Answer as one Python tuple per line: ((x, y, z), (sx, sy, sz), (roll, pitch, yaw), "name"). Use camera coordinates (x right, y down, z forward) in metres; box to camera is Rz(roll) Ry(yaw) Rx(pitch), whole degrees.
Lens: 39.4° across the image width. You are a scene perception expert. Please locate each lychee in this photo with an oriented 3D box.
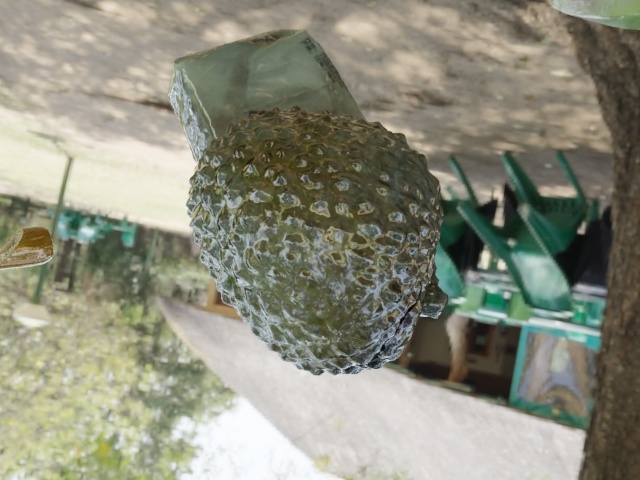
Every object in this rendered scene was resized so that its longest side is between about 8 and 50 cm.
((0.000, 0.000, 0.860), (0.274, 0.255, 0.255), (23, 177, -5), "lychee")

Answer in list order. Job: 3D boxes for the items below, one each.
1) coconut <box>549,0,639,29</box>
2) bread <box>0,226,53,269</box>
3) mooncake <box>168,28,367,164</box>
((0.350, -0.342, 0.994), (0.204, 0.236, 0.235), (10, 178, 34), "coconut")
((-0.471, 0.013, 1.409), (0.103, 0.062, 0.049), (-8, -156, -45), "bread")
((-0.076, -0.177, 1.304), (0.250, 0.255, 0.136), (-22, 173, -24), "mooncake")
